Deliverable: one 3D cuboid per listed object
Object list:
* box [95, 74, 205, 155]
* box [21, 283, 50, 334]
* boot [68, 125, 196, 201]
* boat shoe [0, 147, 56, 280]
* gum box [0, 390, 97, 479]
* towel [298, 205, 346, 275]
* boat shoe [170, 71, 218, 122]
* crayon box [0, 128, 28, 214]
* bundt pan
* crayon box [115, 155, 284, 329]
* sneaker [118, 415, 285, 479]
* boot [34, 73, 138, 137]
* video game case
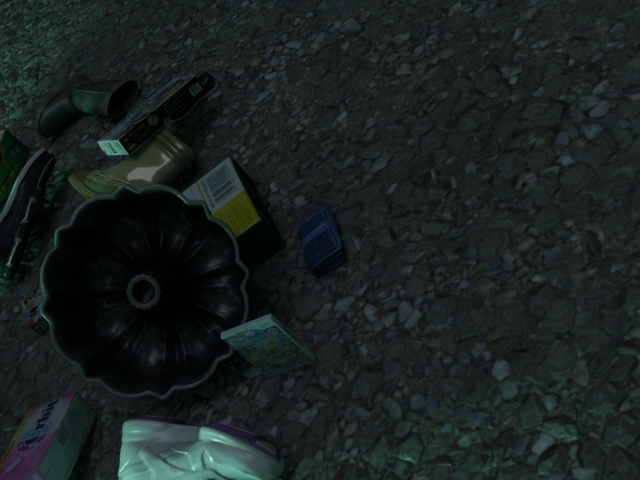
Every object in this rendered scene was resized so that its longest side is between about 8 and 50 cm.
[{"bbox_3d":[-0.327,-0.239,2.031,0.207,0.036,0.114,-45,26,-24],"label":"box"},{"bbox_3d":[-0.495,0.102,1.986,0.137,0.027,0.094,-42,39,1],"label":"box"},{"bbox_3d":[-0.363,-0.135,2.037,0.203,0.095,0.262,-48,34,-12],"label":"boot"},{"bbox_3d":[-0.602,-0.051,2.160,0.114,0.091,0.302,118,175,-65],"label":"boat shoe"},{"bbox_3d":[-0.439,0.330,1.687,0.107,0.062,0.188,-21,28,24],"label":"gum box"},{"bbox_3d":[0.000,0.000,1.680,0.067,0.029,0.119,-32,42,13],"label":"towel"},{"bbox_3d":[-0.263,-0.288,2.130,0.125,0.038,0.046,-38,41,6],"label":"boat shoe"},{"bbox_3d":[-0.762,-0.100,2.331,0.165,0.081,0.278,-16,47,28],"label":"crayon box"},{"bbox_3d":[-0.260,0.076,1.650,0.331,0.331,0.124,-37,-3,6],"label":"bundt pan"},{"bbox_3d":[-0.233,0.022,1.806,0.318,0.081,0.202,-36,41,7],"label":"crayon box"},{"bbox_3d":[-0.172,0.331,1.493,0.305,0.114,0.152,-5,67,41],"label":"sneaker"},{"bbox_3d":[-0.511,-0.287,2.312,0.208,0.076,0.190,21,73,39],"label":"boot"},{"bbox_3d":[-0.075,0.154,1.534,0.087,0.122,0.011,-22,44,23],"label":"video game case"}]
